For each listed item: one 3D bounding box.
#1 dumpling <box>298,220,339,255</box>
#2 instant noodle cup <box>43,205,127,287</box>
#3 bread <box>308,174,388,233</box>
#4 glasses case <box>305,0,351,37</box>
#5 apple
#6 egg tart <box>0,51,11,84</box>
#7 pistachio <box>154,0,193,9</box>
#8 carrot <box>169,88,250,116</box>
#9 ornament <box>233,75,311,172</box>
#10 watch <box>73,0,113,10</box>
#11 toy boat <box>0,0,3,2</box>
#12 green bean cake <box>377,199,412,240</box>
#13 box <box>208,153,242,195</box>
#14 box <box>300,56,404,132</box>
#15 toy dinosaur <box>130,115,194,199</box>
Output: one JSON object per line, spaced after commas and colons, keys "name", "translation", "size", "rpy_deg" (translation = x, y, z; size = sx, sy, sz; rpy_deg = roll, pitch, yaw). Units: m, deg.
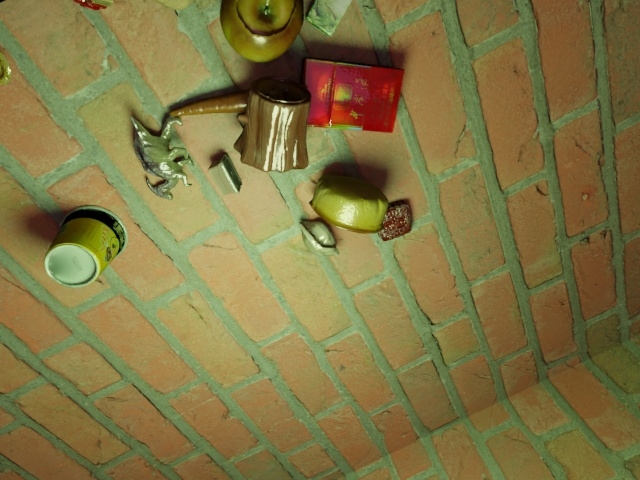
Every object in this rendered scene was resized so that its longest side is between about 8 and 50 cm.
{"name": "dumpling", "translation": [0.000, 0.000, 1.494], "size": [0.199, 0.136, 0.118], "rpy_deg": [29, 101, -34]}
{"name": "instant noodle cup", "translation": [-0.747, 0.025, 1.294], "size": [0.215, 0.236, 0.216], "rpy_deg": [-4, 115, -9]}
{"name": "bread", "translation": [0.095, -0.121, 1.381], "size": [0.269, 0.270, 0.148], "rpy_deg": [9, 114, -16]}
{"name": "glasses case", "translation": [0.064, -0.732, 1.166], "size": [0.095, 0.062, 0.272], "rpy_deg": [29, 108, -17]}
{"name": "apple", "translation": [-0.155, -0.601, 1.105], "size": [0.236, 0.208, 0.237], "rpy_deg": [-6, 117, -11]}
{"name": "egg tart", "translation": [-0.892, -0.476, 1.114], "size": [0.104, 0.039, 0.105], "rpy_deg": [-5, 118, -9]}
{"name": "pistachio", "translation": [-0.359, -0.704, 1.044], "size": [0.157, 0.157, 0.230], "rpy_deg": [40, 91, -26]}
{"name": "carrot", "translation": [-0.296, -0.417, 1.260], "size": [0.335, 0.069, 0.069], "rpy_deg": [-10, 119, -1]}
{"name": "ornament", "translation": [-0.125, -0.345, 1.208], "size": [0.235, 0.221, 0.218], "rpy_deg": [18, 131, 2]}
{"name": "watch", "translation": [-0.568, -0.721, 1.011], "size": [0.164, 0.102, 0.269], "rpy_deg": [21, 113, 2]}
{"name": "toy boat", "translation": [-0.839, -0.667, 1.000], "size": [0.298, 0.134, 0.092], "rpy_deg": [-20, 82, 1]}
{"name": "green bean cake", "translation": [0.275, -0.073, 1.554], "size": [0.135, 0.056, 0.136], "rpy_deg": [-18, 119, 0]}
{"name": "box", "translation": [-0.313, -0.210, 1.347], "size": [0.062, 0.089, 0.122], "rpy_deg": [-19, 119, 11]}
{"name": "box", "translation": [0.091, -0.458, 1.300], "size": [0.312, 0.089, 0.198], "rpy_deg": [1, 118, -11]}
{"name": "toy dinosaur", "translation": [-0.491, -0.256, 1.289], "size": [0.161, 0.077, 0.295], "rpy_deg": [-10, 119, -6]}
